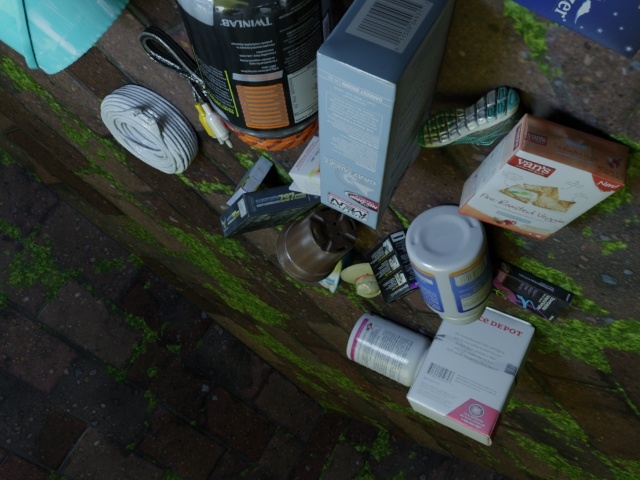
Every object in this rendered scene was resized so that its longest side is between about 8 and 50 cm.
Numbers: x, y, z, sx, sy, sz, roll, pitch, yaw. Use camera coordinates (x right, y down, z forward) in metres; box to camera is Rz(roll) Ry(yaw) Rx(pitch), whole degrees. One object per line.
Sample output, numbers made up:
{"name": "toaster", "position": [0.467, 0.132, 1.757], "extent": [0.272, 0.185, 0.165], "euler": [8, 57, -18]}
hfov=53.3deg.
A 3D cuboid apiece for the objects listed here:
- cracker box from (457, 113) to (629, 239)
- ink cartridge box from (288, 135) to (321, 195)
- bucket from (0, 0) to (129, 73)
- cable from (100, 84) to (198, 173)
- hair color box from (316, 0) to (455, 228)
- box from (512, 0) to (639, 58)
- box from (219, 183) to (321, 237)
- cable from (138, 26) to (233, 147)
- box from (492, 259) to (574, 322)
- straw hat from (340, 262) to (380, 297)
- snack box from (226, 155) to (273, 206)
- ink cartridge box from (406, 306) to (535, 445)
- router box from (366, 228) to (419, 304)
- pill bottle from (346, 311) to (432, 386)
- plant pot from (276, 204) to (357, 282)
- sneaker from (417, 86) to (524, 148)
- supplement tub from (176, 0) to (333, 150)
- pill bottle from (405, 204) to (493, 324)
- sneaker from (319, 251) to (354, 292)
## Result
{"name": "cracker box", "position": [0.326, -0.086, 0.965], "extent": [0.156, 0.067, 0.232], "euler": [17, 158, -3]}
{"name": "ink cartridge box", "position": [0.013, -0.144, 1.251], "extent": [0.181, 0.104, 0.061], "euler": [12, 151, 40]}
{"name": "bucket", "position": [-0.454, -0.427, 1.064], "extent": [0.281, 0.281, 0.183], "euler": [7, 151, 47]}
{"name": "cable", "position": [-0.426, -0.274, 1.586], "extent": [0.257, 0.089, 0.257], "euler": [19, 156, 31]}
{"name": "hair color box", "position": [0.087, -0.192, 0.942], "extent": [0.114, 0.185, 0.374], "euler": [26, 158, 13]}
{"name": "box", "position": [0.301, -0.278, 0.675], "extent": [0.225, 0.036, 0.136], "euler": [28, 158, 6]}
{"name": "box", "position": [-0.121, -0.073, 1.496], "extent": [0.233, 0.184, 0.059], "euler": [-27, 77, 66]}
{"name": "cable", "position": [-0.250, -0.310, 1.294], "extent": [0.139, 0.072, 0.287], "euler": [-5, 138, 48]}
{"name": "box", "position": [0.434, 0.108, 1.336], "extent": [0.162, 0.029, 0.116], "euler": [25, 158, 13]}
{"name": "straw hat", "position": [0.124, 0.112, 1.626], "extent": [0.145, 0.061, 0.144], "euler": [-2, 154, -1]}
{"name": "snack box", "position": [-0.170, -0.136, 1.521], "extent": [0.037, 0.100, 0.141], "euler": [36, 157, -12]}
{"name": "ink cartridge box", "position": [0.363, 0.306, 1.517], "extent": [0.207, 0.283, 0.117], "euler": [21, 160, 26]}
{"name": "router box", "position": [0.172, 0.065, 1.479], "extent": [0.179, 0.046, 0.133], "euler": [128, 122, -69]}
{"name": "pill bottle", "position": [0.236, 0.340, 1.919], "extent": [0.283, 0.160, 0.160], "euler": [22, 156, 24]}
{"name": "plant pot", "position": [0.000, 0.000, 1.528], "extent": [0.167, 0.167, 0.165], "euler": [36, 150, -9]}
{"name": "sneaker", "position": [0.225, -0.163, 0.948], "extent": [0.167, 0.065, 0.076], "euler": [-13, 146, 36]}
{"name": "supplement tub", "position": [-0.083, -0.293, 0.924], "extent": [0.207, 0.207, 0.338], "euler": [26, 157, 15]}
{"name": "pill bottle", "position": [0.269, 0.063, 1.294], "extent": [0.152, 0.152, 0.272], "euler": [19, 156, 29]}
{"name": "sneaker", "position": [0.027, 0.074, 1.733], "extent": [0.092, 0.087, 0.228], "euler": [34, 156, 5]}
